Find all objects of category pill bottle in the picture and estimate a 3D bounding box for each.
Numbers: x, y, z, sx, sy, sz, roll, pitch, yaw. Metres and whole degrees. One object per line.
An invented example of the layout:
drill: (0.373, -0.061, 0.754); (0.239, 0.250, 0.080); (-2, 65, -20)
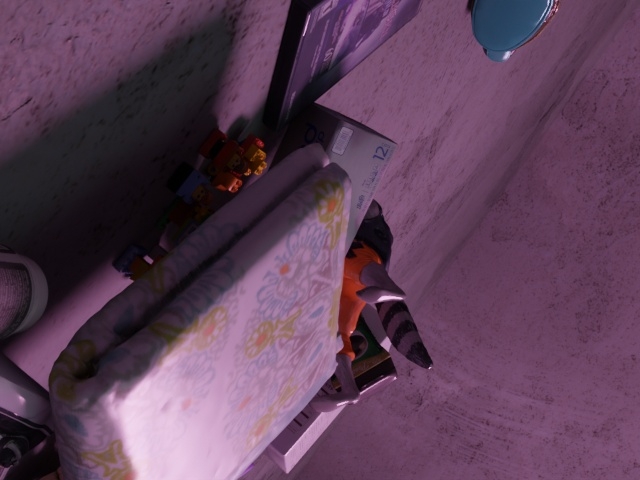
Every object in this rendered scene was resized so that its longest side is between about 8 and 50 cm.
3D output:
pill bottle: (-0.260, 0.037, 0.829); (0.078, 0.078, 0.137); (-52, 167, 4)

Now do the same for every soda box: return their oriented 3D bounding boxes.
soda box: (-0.027, -0.011, 1.301); (0.091, 0.098, 0.286); (19, 101, -36)

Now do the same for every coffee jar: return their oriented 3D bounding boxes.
coffee jar: (0.033, 0.146, 1.655); (0.096, 0.184, 0.079); (-29, 174, -10)

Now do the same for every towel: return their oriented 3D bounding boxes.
towel: (-0.105, 0.116, 1.087); (0.374, 0.090, 0.320); (-44, 151, -35)

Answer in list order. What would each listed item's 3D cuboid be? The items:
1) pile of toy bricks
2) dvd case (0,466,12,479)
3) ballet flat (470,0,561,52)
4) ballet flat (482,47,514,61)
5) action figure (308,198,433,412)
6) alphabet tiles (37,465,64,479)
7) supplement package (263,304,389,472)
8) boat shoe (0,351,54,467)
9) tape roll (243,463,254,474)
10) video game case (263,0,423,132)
pile of toy bricks: (-0.112, -0.008, 1.169); (0.212, 0.105, 0.118); (-52, 168, 3)
dvd case: (-0.417, 0.308, 1.189); (0.164, 0.018, 0.221); (-58, 167, 28)
ballet flat: (0.295, -0.391, 1.535); (0.123, 0.123, 0.348); (-46, 166, -23)
ballet flat: (0.290, -0.364, 1.711); (0.074, 0.074, 0.203); (-43, 159, -33)
action figure: (0.036, 0.075, 1.476); (0.330, 0.178, 0.341); (-94, -172, -54)
alphabet tiles: (-0.281, 0.287, 1.445); (0.278, 0.021, 0.284); (-32, 169, 8)
supplement package: (-0.042, 0.196, 1.792); (0.262, 0.198, 0.199); (-48, 168, -15)
boat shoe: (-0.298, 0.150, 0.982); (0.102, 0.108, 0.301); (-50, 175, -14)
tape roll: (-0.223, 0.324, 1.432); (0.275, 0.090, 0.275); (-32, 175, -3)
video game case: (0.047, -0.254, 1.227); (0.274, 0.026, 0.196); (-43, 165, -31)
